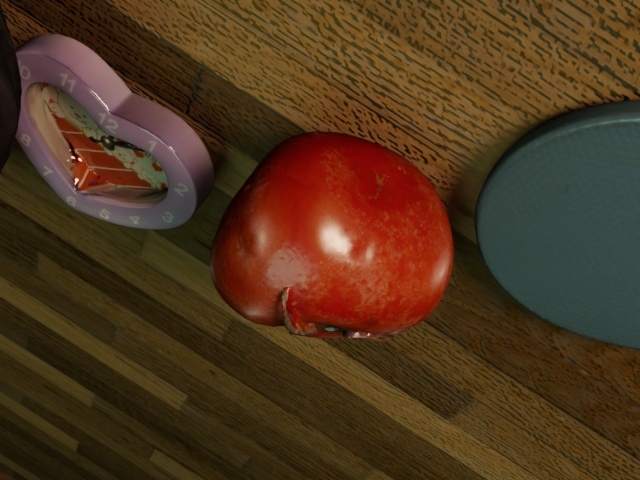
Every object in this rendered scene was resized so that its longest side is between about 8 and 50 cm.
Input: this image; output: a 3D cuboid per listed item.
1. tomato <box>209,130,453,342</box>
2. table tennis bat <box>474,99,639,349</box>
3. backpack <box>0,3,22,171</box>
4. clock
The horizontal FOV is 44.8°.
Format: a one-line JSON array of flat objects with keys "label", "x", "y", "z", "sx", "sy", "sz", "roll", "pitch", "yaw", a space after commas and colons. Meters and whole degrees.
[{"label": "tomato", "x": 0.000, "y": 0.000, "z": 0.577, "sx": 0.187, "sy": 0.151, "sz": 0.187, "roll": -1, "pitch": 173, "yaw": 0}, {"label": "table tennis bat", "x": 0.252, "y": -0.003, "z": 0.498, "sx": 0.329, "sy": 0.044, "sz": 0.215, "roll": -8, "pitch": 126, "yaw": 42}, {"label": "backpack", "x": -0.394, "y": -0.126, "z": 0.609, "sx": 0.446, "sy": 0.255, "sz": 0.363, "roll": -33, "pitch": 77, "yaw": 63}, {"label": "clock", "x": -0.188, "y": -0.087, "z": 0.686, "sx": 0.198, "sy": 0.064, "sz": 0.172, "roll": 37, "pitch": 142, "yaw": -6}]
